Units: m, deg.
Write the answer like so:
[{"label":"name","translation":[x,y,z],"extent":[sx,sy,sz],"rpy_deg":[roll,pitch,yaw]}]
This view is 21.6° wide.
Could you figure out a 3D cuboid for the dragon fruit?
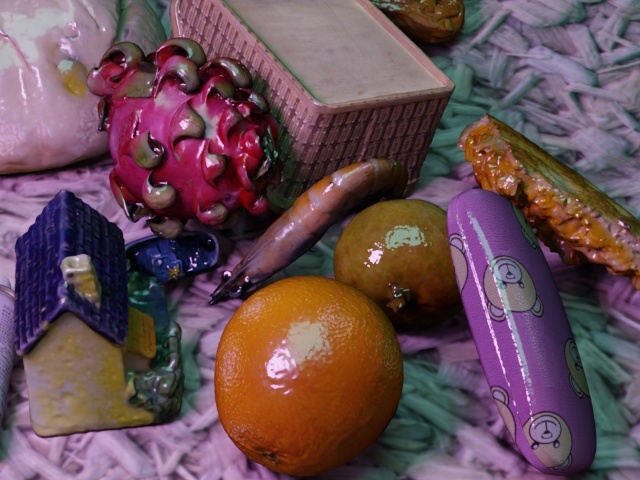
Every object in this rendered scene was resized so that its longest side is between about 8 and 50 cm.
[{"label":"dragon fruit","translation":[-0.152,-0.129,1.868],"extent":[0.198,0.218,0.272],"rpy_deg":[-19,58,1]}]

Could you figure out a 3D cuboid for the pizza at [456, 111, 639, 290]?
[{"label":"pizza","translation":[0.252,-0.047,1.910],"extent":[0.335,0.086,0.226],"rpy_deg":[43,18,34]}]

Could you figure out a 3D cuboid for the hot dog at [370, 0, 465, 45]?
[{"label":"hot dog","translation":[0.082,-0.329,2.255],"extent":[0.227,0.099,0.160],"rpy_deg":[5,43,8]}]

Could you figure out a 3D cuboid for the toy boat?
[{"label":"toy boat","translation":[-0.181,0.023,1.900],"extent":[0.137,0.060,0.061],"rpy_deg":[-9,23,-16]}]

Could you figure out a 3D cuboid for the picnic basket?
[{"label":"picnic basket","translation":[-0.026,-0.190,2.018],"extent":[0.228,0.175,0.313],"rpy_deg":[-12,47,-38]}]

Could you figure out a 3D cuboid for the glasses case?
[{"label":"glasses case","translation":[0.209,0.092,1.745],"extent":[0.123,0.076,0.316],"rpy_deg":[12,56,-50]}]

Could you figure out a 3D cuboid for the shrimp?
[{"label":"shrimp","translation":[0.000,0.000,1.909],"extent":[0.262,0.198,0.051],"rpy_deg":[-42,66,16]}]

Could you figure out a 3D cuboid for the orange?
[{"label":"orange","translation":[-0.014,0.137,1.696],"extent":[0.206,0.206,0.206],"rpy_deg":[1,44,-1]}]

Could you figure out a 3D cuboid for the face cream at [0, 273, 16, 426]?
[{"label":"face cream","translation":[-0.361,0.127,1.776],"extent":[0.075,0.075,0.229],"rpy_deg":[2,43,0]}]

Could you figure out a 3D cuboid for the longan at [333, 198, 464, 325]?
[{"label":"longan","translation":[0.093,0.032,1.834],"extent":[0.155,0.145,0.176],"rpy_deg":[-20,30,13]}]

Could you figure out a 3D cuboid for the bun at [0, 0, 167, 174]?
[{"label":"bun","translation":[-0.365,-0.253,2.074],"extent":[0.365,0.219,0.365],"rpy_deg":[2,47,-2]}]

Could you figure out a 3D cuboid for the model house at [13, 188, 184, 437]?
[{"label":"model house","translation":[-0.234,0.061,1.753],"extent":[0.170,0.211,0.194],"rpy_deg":[-4,43,-3]}]
